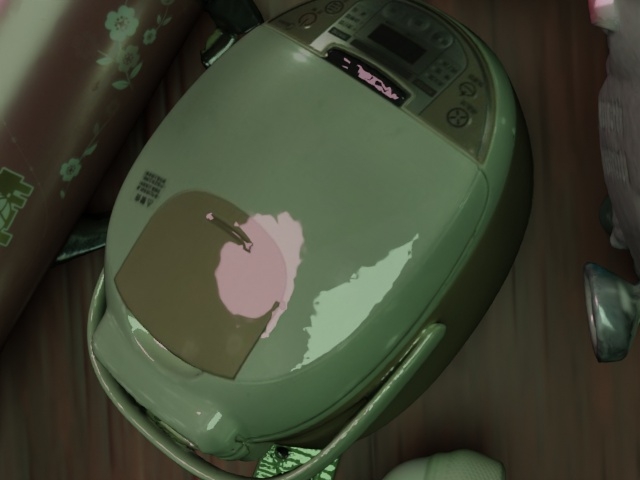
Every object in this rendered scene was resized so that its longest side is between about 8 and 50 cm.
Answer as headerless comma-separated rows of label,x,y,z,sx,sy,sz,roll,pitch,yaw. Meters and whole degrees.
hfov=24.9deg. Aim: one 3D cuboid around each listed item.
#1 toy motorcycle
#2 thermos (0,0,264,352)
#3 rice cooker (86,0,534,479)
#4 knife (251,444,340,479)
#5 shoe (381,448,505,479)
toy motorcycle,0.145,-0.049,0.523,0.110,0.260,0.171,-6,79,7
thermos,-0.115,-0.066,0.612,0.136,0.109,0.330,31,95,6
rice cooker,0.000,0.000,0.590,0.145,0.127,0.206,36,96,28
knife,-0.033,0.168,0.664,0.043,0.020,0.293,19,94,1
shoe,-0.051,0.235,0.605,0.160,0.132,0.363,24,85,7
